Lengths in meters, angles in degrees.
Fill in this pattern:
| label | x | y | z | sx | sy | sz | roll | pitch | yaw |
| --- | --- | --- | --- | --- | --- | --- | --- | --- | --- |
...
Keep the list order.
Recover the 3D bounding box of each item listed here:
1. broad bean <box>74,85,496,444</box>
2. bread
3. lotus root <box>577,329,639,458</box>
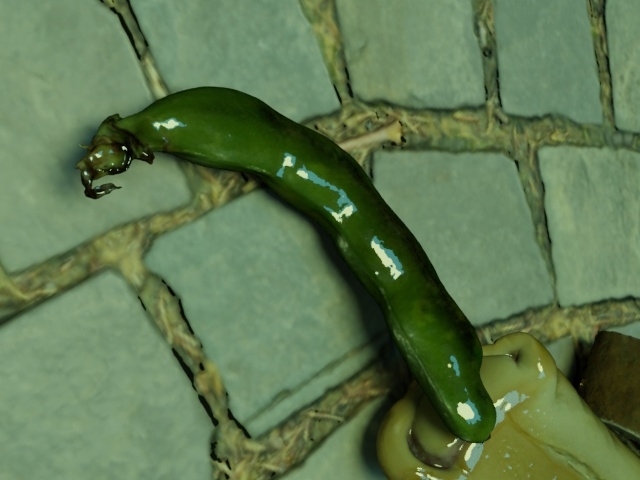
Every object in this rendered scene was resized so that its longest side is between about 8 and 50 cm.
| label | x | y | z | sx | sy | sz | roll | pitch | yaw |
| --- | --- | --- | --- | --- | --- | --- | --- | --- | --- |
| broad bean | 0.000 | 0.000 | 0.551 | 0.292 | 0.049 | 0.144 | 36 | 43 | -16 |
| bread | 0.140 | 0.162 | 0.623 | 0.225 | 0.081 | 0.134 | 45 | 76 | -18 |
| lotus root | 0.245 | 0.124 | 0.675 | 0.081 | 0.122 | 0.112 | -53 | 137 | -17 |
